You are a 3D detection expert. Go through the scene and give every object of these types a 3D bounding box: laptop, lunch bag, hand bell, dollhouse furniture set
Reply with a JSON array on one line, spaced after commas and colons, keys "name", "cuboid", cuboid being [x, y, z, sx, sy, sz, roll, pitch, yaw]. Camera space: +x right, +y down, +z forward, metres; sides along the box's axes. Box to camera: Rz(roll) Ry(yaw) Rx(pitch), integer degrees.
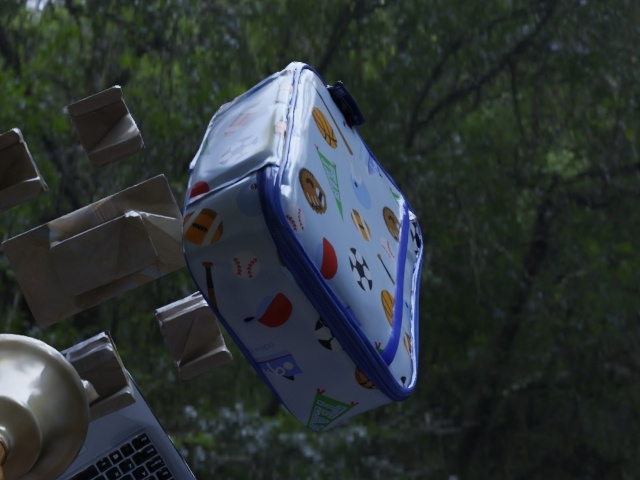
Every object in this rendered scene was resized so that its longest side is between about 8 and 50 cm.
[{"name": "laptop", "cuboid": [-0.369, 0.392, 1.994, 0.382, 0.408, 0.236, -31, -27, -13]}, {"name": "lunch bag", "cuboid": [0.000, 0.000, 1.152, 0.115, 0.303, 0.243, -27, -66, 21]}, {"name": "hand bell", "cuboid": [-0.229, 0.146, 0.942, 0.126, 0.242, 0.126, -1, -84, -5]}, {"name": "dollhouse furniture set", "cuboid": [-0.361, 0.044, 1.764, 0.394, 0.256, 0.362, -24, -82, -8]}]

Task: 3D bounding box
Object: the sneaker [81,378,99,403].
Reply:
[{"name": "sneaker", "cuboid": [-0.326, 0.172, 1.397, 0.192, 0.064, 0.086, -30, -88, 5]}]
